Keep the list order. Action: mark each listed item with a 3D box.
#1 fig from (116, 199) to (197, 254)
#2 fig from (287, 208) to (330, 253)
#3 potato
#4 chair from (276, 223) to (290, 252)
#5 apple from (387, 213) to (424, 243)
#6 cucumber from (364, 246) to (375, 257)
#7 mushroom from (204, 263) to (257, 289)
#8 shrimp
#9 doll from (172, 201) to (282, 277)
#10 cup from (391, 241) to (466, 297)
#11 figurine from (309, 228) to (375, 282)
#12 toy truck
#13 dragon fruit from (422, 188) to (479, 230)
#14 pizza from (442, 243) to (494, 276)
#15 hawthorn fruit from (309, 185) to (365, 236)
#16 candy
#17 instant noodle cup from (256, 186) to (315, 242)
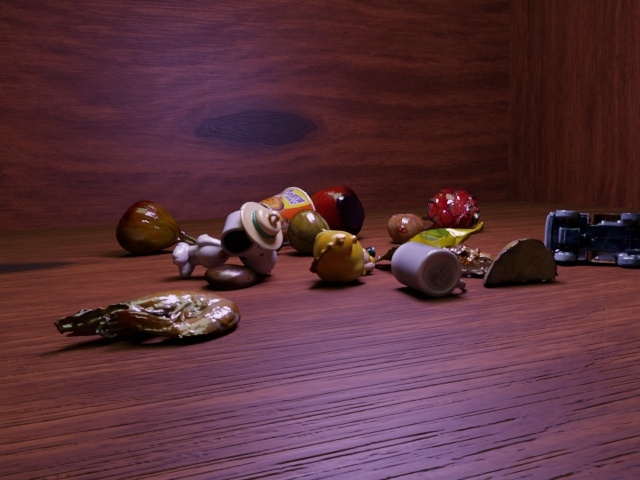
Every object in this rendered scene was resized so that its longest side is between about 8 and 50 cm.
[{"bbox_3d":[-0.547,-0.007,1.817,0.290,0.190,0.191,34,-4,-17],"label":"fig"},{"bbox_3d":[0.000,0.000,1.630,0.149,0.149,0.245,-8,34,-40],"label":"fig"},{"bbox_3d":[0.421,0.046,1.171,0.172,0.100,0.089,-6,3,-10],"label":"potato"},{"bbox_3d":[-0.110,-0.013,1.769,0.104,0.095,0.222,-11,0,40],"label":"chair"},{"bbox_3d":[0.299,-0.041,1.857,0.126,0.101,0.126,-4,12,1],"label":"apple"},{"bbox_3d":[0.086,0.049,1.422,0.133,0.032,0.032,-17,13,-26],"label":"cucumber"},{"bbox_3d":[-0.209,0.081,1.236,0.123,0.052,0.123,2,9,0],"label":"mushroom"},{"bbox_3d":[-0.263,0.131,0.850,0.287,0.062,0.152,-5,19,-33],"label":"shrimp"},{"bbox_3d":[-0.230,0.009,1.300,0.272,0.208,0.144,2,38,1],"label":"doll"},{"bbox_3d":[0.235,0.057,1.105,0.136,0.099,0.133,-5,7,-16],"label":"cup"},{"bbox_3d":[0.057,0.040,1.262,0.156,0.131,0.246,48,15,26],"label":"figurine"},{"bbox_3d":[0.740,-0.007,1.351,0.306,0.136,0.162,4,2,24],"label":"toy truck"},{"bbox_3d":[0.519,-0.116,2.129,0.192,0.193,0.274,-40,27,-32],"label":"dragon fruit"},{"bbox_3d":[0.316,0.045,1.288,0.194,0.069,0.154,-1,8,4],"label":"pizza"},{"bbox_3d":[0.041,-0.096,1.999,0.250,0.215,0.215,-8,5,20],"label":"hawthorn fruit"},{"bbox_3d":[0.284,0.018,1.417,0.298,0.081,0.187,-14,-12,-22],"label":"candy"},{"bbox_3d":[-0.145,-0.073,1.917,0.213,0.213,0.174,5,19,45],"label":"instant noodle cup"}]
